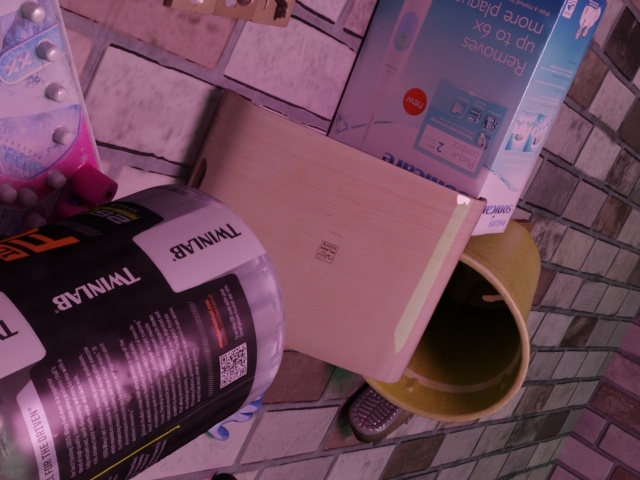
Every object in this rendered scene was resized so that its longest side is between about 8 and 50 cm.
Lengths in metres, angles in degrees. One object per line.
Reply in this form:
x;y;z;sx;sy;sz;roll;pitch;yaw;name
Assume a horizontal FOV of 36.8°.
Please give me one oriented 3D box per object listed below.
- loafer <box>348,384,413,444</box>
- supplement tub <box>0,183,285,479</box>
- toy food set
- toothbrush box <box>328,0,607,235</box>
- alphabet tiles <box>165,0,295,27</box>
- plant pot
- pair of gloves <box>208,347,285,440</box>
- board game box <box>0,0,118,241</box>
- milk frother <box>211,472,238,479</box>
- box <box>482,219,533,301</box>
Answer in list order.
0.134;0.251;1.615;0.251;0.094;0.087;-32;153;-31;loafer
-0.203;0.096;0.722;0.338;0.207;0.207;-26;137;-46;supplement tub
0.000;0.000;1.011;0.092;0.306;0.220;-112;-135;-72;toy food set
0.159;-0.181;1.115;0.126;0.216;0.295;-6;122;-55;toothbrush box
-0.033;-0.364;0.864;0.285;0.011;0.342;-9;124;-54;alphabet tiles
0.201;0.077;1.395;0.254;0.276;0.276;-42;149;-53;plant pot
-0.103;0.174;1.234;0.159;0.023;0.198;3;113;-57;pair of gloves
-0.321;-0.049;0.669;0.390;0.050;0.390;-40;146;-31;board game box
-0.173;0.370;1.251;0.135;0.129;0.143;49;31;-60;milk frother
0.309;0.040;1.742;0.201;0.021;0.164;-3;119;-56;box
